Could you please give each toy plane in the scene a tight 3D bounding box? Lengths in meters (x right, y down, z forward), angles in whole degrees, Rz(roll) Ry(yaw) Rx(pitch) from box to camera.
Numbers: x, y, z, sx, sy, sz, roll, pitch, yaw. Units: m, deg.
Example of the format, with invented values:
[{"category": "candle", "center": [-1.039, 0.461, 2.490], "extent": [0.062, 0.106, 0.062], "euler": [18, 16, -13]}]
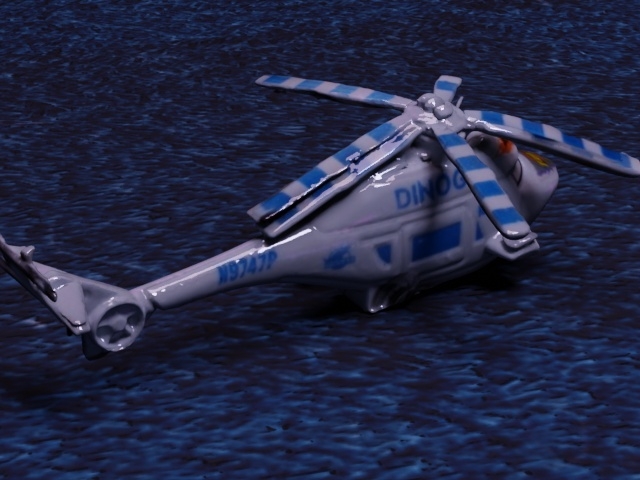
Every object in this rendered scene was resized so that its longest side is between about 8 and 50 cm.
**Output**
[{"category": "toy plane", "center": [0.005, 0.006, 0.748], "extent": [0.182, 0.107, 0.273], "euler": [23, 41, 30]}]
